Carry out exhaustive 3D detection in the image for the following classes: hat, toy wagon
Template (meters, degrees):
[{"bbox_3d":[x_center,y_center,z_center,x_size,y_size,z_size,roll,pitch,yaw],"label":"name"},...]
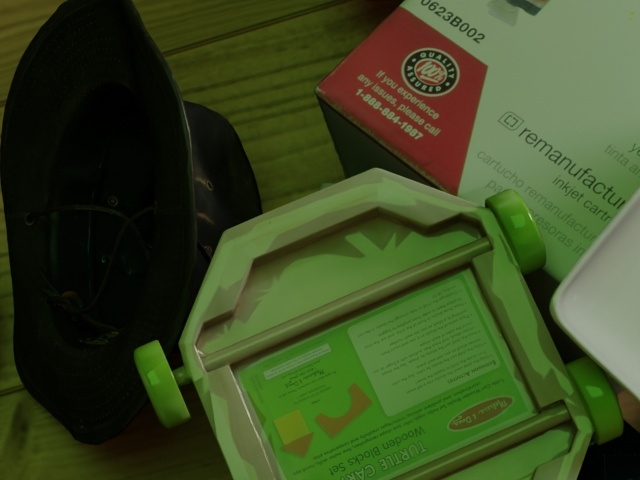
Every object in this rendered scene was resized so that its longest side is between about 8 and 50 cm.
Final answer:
[{"bbox_3d":[-0.119,-0.018,1.447,0.134,0.331,0.331,2,59,-31],"label":"hat"},{"bbox_3d":[0.052,0.132,1.248,0.267,0.068,0.344,-23,78,-4],"label":"toy wagon"}]

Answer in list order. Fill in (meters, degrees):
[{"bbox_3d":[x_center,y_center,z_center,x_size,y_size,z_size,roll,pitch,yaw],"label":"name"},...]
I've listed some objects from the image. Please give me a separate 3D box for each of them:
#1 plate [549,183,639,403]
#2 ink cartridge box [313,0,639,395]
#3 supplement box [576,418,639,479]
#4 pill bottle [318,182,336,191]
[{"bbox_3d":[0.301,0.029,1.283,0.277,0.045,0.278,44,73,-18],"label":"plate"},{"bbox_3d":[0.231,-0.129,1.436,0.384,0.160,0.279,-45,62,-12],"label":"ink cartridge box"},{"bbox_3d":[0.187,0.152,1.365,0.056,0.083,0.083,-42,65,-10],"label":"supplement box"},{"bbox_3d":[0.000,0.000,1.495,0.043,0.043,0.083,14,69,17],"label":"pill bottle"}]
